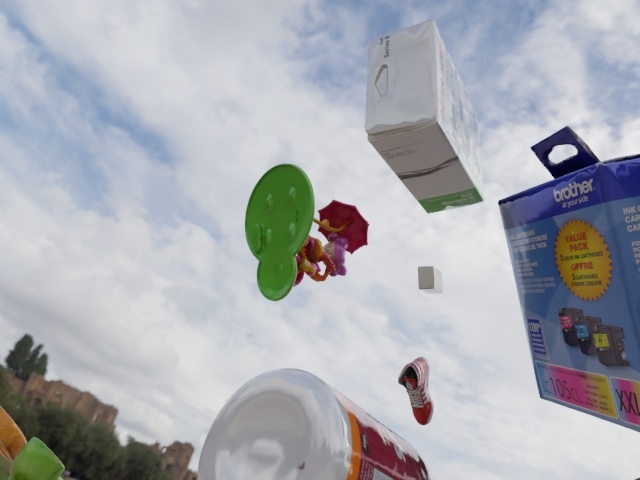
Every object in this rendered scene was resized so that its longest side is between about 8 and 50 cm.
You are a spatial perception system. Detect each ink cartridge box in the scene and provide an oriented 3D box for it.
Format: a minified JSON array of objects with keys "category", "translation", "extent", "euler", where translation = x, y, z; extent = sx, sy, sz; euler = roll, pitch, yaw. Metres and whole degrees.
[{"category":"ink cartridge box","translation":[0.401,0.038,0.745],"extent":[0.151,0.395,0.270],"euler":[-8,-6,-9]},{"category":"ink cartridge box","translation":[0.194,-0.206,0.939],"extent":[0.121,0.211,0.289],"euler":[-10,-25,28]}]

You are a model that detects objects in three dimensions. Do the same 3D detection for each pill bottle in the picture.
[{"category":"pill bottle","translation":[0.019,0.197,0.413],"extent":[0.121,0.121,0.221],"euler":[-6,-37,36]}]

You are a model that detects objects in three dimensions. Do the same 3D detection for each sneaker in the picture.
[{"category":"sneaker","translation":[0.165,0.266,0.911],"extent":[0.042,0.118,0.067],"euler":[-7,-6,32]}]

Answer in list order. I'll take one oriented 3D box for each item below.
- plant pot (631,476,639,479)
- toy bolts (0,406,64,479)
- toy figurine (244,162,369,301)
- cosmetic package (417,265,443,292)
[{"category":"plant pot","translation":[0.448,0.356,0.513],"extent":[0.237,0.254,0.237],"euler":[-17,-26,-9]},{"category":"toy bolts","translation":[-0.457,0.364,0.719],"extent":[0.218,0.158,0.228],"euler":[28,-46,23]},{"category":"toy figurine","translation":[0.000,0.000,0.700],"extent":[0.130,0.173,0.159],"euler":[-13,-18,43]},{"category":"cosmetic package","translation":[0.284,0.103,1.352],"extent":[0.041,0.060,0.115],"euler":[-5,-12,23]}]
